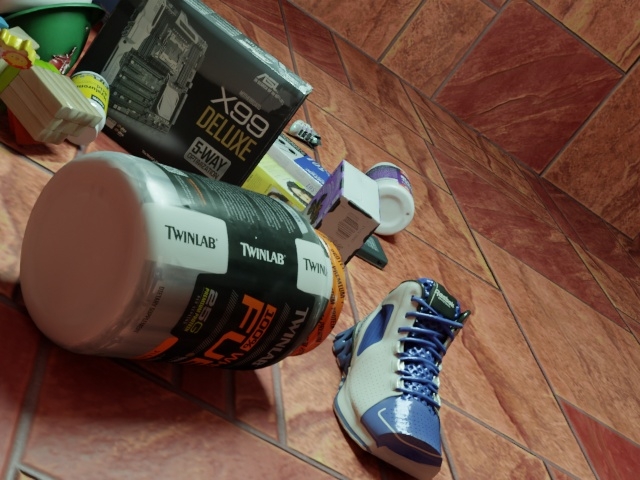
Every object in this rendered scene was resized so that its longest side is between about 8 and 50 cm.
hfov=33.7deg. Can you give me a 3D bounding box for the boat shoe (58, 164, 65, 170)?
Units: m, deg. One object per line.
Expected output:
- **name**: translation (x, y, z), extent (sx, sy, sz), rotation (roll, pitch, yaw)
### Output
- **boat shoe**: translation (-0.253, -0.044, 1.368), extent (0.183, 0.066, 0.066), rotation (12, 34, -34)

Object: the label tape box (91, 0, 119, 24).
- **label tape box**: translation (-0.363, -0.453, 2.071), extent (0.334, 0.106, 0.240), rotation (13, 30, -51)

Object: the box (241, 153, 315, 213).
- **box**: translation (-0.075, -0.084, 1.800), extent (0.232, 0.058, 0.087), rotation (41, 18, 10)

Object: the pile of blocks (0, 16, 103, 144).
- **pile of blocks**: translation (-0.462, -0.246, 1.391), extent (0.362, 0.112, 0.149), rotation (44, 11, -9)

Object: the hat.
- **hat**: translation (-0.396, -0.240, 1.579), extent (0.208, 0.173, 0.183), rotation (-15, 88, -45)

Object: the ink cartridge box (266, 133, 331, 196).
- **ink cartridge box**: translation (-0.058, -0.148, 2.009), extent (0.207, 0.046, 0.097), rotation (41, 20, 8)

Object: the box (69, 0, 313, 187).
- **box**: translation (-0.204, -0.224, 1.600), extent (0.307, 0.242, 0.076), rotation (38, 18, -1)

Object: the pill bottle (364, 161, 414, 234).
- **pill bottle**: translation (0.132, -0.092, 2.131), extent (0.108, 0.108, 0.193), rotation (34, 19, -11)

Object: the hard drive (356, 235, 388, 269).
- **hard drive**: translation (0.056, -0.006, 1.917), extent (0.135, 0.022, 0.094), rotation (30, 20, -25)

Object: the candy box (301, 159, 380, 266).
- **candy box**: translation (0.000, 0.000, 1.512), extent (0.070, 0.196, 0.165), rotation (35, 18, -11)

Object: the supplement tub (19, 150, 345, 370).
- **supplement tub**: translation (-0.135, 0.034, 1.157), extent (0.338, 0.207, 0.207), rotation (14, 30, -50)

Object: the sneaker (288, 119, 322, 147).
- **sneaker**: translation (-0.025, -0.224, 2.268), extent (0.069, 0.038, 0.098), rotation (43, 19, 16)

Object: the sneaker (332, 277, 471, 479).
- **sneaker**: translation (0.112, 0.149, 1.389), extent (0.127, 0.182, 0.315), rotation (30, 19, -19)

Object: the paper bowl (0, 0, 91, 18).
- **paper bowl**: translation (-0.457, -0.413, 1.606), extent (0.284, 0.148, 0.284), rotation (-5, 7, 1)

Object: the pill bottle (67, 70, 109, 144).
- **pill bottle**: translation (-0.341, -0.189, 1.526), extent (0.065, 0.065, 0.116), rotation (29, 32, -26)

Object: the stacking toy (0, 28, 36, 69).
- **stacking toy**: translation (-0.461, -0.201, 1.233), extent (0.221, 0.052, 0.167), rotation (25, 61, -22)
